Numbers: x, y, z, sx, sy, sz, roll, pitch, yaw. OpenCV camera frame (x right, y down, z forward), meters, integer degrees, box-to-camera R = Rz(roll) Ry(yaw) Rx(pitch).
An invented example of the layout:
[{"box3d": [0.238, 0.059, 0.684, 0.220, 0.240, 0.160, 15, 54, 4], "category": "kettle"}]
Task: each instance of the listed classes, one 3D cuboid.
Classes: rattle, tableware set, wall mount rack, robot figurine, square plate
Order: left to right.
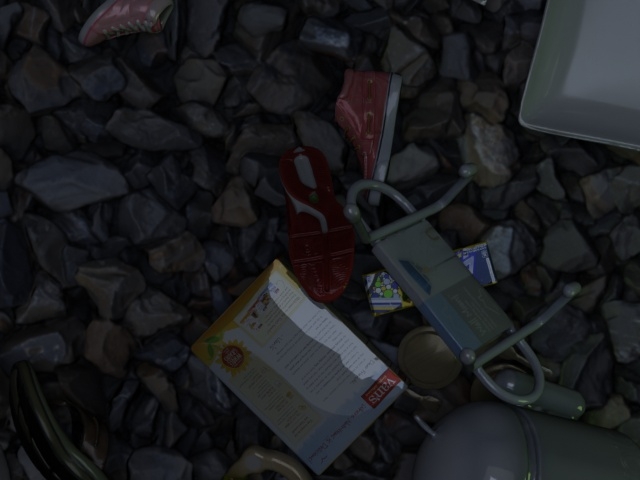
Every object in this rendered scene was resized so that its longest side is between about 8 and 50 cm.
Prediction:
[{"box3d": [-0.044, 0.359, 1.701, 0.199, 0.143, 0.130, 40, 92, 3], "category": "rattle"}, {"box3d": [0.149, 0.041, 1.567, 0.350, 0.304, 0.130, 51, 128, 13], "category": "wall mount rack"}, {"box3d": [0.193, 0.174, 1.744, 0.194, 0.039, 0.128, 28, 103, 8], "category": "tableware set"}, {"box3d": [0.260, 0.308, 1.628, 0.353, 0.200, 0.300, 15, 62, -21], "category": "robot figurine"}, {"box3d": [0.457, -0.278, 1.729, 0.344, 0.049, 0.347, 13, 90, 3], "category": "square plate"}]

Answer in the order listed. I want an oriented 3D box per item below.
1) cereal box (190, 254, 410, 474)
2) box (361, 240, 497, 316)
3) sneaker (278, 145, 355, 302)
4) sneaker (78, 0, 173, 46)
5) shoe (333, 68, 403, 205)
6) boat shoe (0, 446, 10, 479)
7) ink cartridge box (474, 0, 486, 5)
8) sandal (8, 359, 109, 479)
[{"box3d": [-0.026, 0.162, 1.738, 0.240, 0.047, 0.173, 45, 100, 1], "category": "cereal box"}, {"box3d": [0.142, 0.050, 1.737, 0.169, 0.054, 0.059, -16, 88, 3], "category": "box"}, {"box3d": [0.000, 0.000, 1.696, 0.087, 0.128, 0.221, -7, 59, 1], "category": "sneaker"}, {"box3d": [-0.251, -0.288, 1.757, 0.134, 0.051, 0.070, -42, 83, -3], "category": "sneaker"}, {"box3d": [0.055, -0.136, 1.741, 0.081, 0.063, 0.178, 9, 85, 4], "category": "shoe"}, {"box3d": [-0.476, 0.267, 1.760, 0.063, 0.066, 0.184, -33, 91, 16], "category": "boat shoe"}, {"box3d": [0.180, -0.450, 1.719, 0.189, 0.097, 0.255, 25, 92, 2], "category": "ink cartridge box"}, {"box3d": [-0.308, 0.283, 1.740, 0.086, 0.120, 0.303, -35, 85, -33], "category": "sandal"}]
